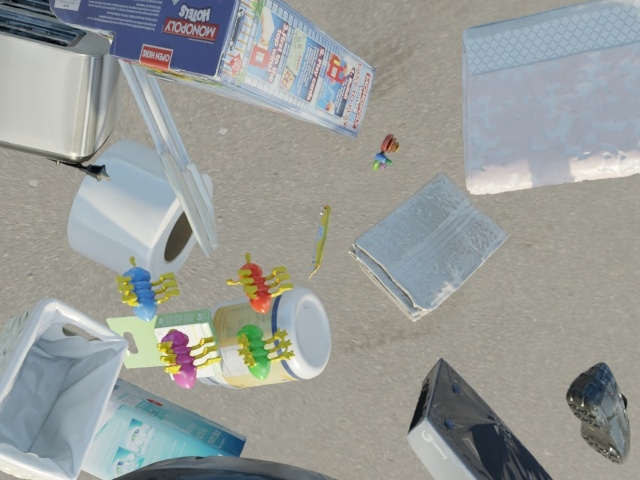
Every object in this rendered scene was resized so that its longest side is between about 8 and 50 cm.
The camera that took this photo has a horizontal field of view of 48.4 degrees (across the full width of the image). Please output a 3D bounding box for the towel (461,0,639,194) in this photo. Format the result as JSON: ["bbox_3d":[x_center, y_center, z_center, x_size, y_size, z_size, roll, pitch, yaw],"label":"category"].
[{"bbox_3d":[0.402,-0.246,1.191,0.331,0.053,0.317,-7,74,22],"label":"towel"}]

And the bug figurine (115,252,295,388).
[{"bbox_3d":[-0.167,0.115,1.068,0.279,0.072,0.216,0,55,-33],"label":"bug figurine"}]

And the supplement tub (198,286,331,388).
[{"bbox_3d":[-0.157,0.250,1.793,0.316,0.228,0.228,-13,96,25],"label":"supplement tub"}]

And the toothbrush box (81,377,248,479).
[{"bbox_3d":[-0.289,0.354,1.239,0.295,0.216,0.126,23,84,2],"label":"toothbrush box"}]

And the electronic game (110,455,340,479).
[{"bbox_3d":[-0.046,0.210,0.498,0.229,0.229,0.048,22,50,-15],"label":"electronic game"}]

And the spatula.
[{"bbox_3d":[-0.138,-0.101,0.599,0.019,0.168,0.242,-24,94,1],"label":"spatula"}]

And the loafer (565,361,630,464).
[{"bbox_3d":[0.423,0.259,1.046,0.078,0.076,0.223,-46,131,-13],"label":"loafer"}]

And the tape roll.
[{"bbox_3d":[-0.335,-0.049,1.351,0.169,0.246,0.246,24,84,7],"label":"tape roll"}]

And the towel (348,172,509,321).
[{"bbox_3d":[0.202,0.003,1.300,0.187,0.049,0.282,46,61,9],"label":"towel"}]

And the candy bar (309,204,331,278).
[{"bbox_3d":[0.000,0.000,1.385,0.018,0.040,0.161,17,56,-10],"label":"candy bar"}]

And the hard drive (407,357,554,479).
[{"bbox_3d":[0.206,0.279,0.858,0.054,0.172,0.255,-41,93,23],"label":"hard drive"}]

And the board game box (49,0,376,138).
[{"bbox_3d":[-0.060,-0.128,0.503,0.194,0.194,0.060,11,98,-51],"label":"board game box"}]

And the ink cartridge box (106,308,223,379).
[{"bbox_3d":[-0.349,0.240,1.603,0.235,0.056,0.171,-7,127,2],"label":"ink cartridge box"}]

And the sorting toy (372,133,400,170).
[{"bbox_3d":[0.154,-0.193,1.630,0.042,0.102,0.061,28,39,10],"label":"sorting toy"}]

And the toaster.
[{"bbox_3d":[-0.264,-0.153,0.658,0.185,0.168,0.110,12,118,-10],"label":"toaster"}]

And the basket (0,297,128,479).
[{"bbox_3d":[-0.301,0.163,0.759,0.113,0.103,0.167,39,50,-32],"label":"basket"}]
